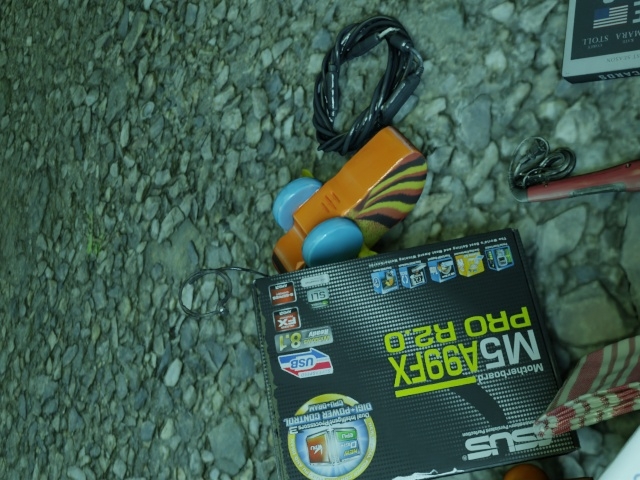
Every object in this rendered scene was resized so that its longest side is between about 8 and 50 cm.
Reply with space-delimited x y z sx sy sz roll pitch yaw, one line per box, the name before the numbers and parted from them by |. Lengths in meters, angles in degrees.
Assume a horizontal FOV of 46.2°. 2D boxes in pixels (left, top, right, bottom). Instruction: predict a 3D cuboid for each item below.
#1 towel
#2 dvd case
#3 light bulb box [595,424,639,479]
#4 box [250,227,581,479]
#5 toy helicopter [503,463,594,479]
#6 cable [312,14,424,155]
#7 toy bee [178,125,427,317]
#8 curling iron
towel | 0.269 0.089 0.592 0.197 0.144 0.029 -32 84 35
dvd case | 0.322 -0.273 0.696 0.179 0.030 0.238 2 82 44
light bulb box | 0.327 0.136 0.376 0.225 0.358 0.361 43 110 38
box | 0.082 0.119 0.720 0.270 0.060 0.216 -11 68 4
toy helicopter | 0.148 0.297 0.675 0.355 0.140 0.234 2 88 55
cable | 0.041 -0.191 0.933 0.184 0.047 0.150 -52 51 23
toy bee | 0.000 0.000 0.884 0.298 0.162 0.195 -20 56 13
curling iron | 0.290 -0.074 0.679 0.274 0.035 0.068 -3 79 44
